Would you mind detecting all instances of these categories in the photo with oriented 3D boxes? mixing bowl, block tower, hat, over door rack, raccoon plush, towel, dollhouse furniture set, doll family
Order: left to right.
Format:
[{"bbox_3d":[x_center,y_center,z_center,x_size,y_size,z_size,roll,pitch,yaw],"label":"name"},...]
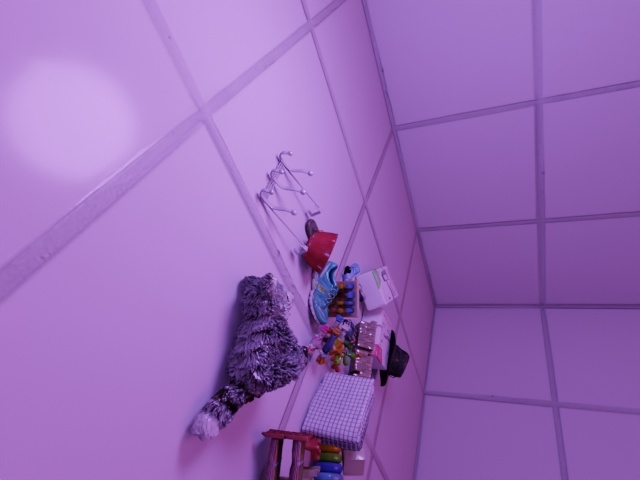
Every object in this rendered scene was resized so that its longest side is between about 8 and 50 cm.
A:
[{"bbox_3d":[-0.202,0.283,1.143,0.446,0.216,0.299,-42,116,-59],"label":"raccoon plush"},{"bbox_3d":[-0.094,0.754,1.395,0.374,0.152,0.201,71,23,-67],"label":"dollhouse furniture set"},{"bbox_3d":[-0.084,-0.142,1.538,0.324,0.108,0.239,60,36,-38],"label":"over door rack"},{"bbox_3d":[-0.011,0.034,1.651,0.181,0.098,0.181,-156,-90,-85],"label":"mixing bowl"},{"bbox_3d":[0.039,0.424,1.680,0.163,0.118,0.263,-60,160,16],"label":"doll family"},{"bbox_3d":[0.081,0.677,1.634,0.283,0.235,0.121,-58,141,-50],"label":"towel"},{"bbox_3d":[0.209,0.565,2.052,0.091,0.097,0.335,120,-13,-57],"label":"block tower"},{"bbox_3d":[0.434,0.681,2.350,0.331,0.134,0.331,13,90,-88],"label":"hat"}]

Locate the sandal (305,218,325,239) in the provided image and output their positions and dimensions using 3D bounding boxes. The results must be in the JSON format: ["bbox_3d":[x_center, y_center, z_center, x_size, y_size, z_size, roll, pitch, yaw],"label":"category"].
[{"bbox_3d":[0.000,0.000,1.760,0.219,0.060,0.090,68,30,-24],"label":"sandal"}]

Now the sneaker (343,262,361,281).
[{"bbox_3d":[0.158,0.153,2.080,0.162,0.063,0.073,-50,127,-57],"label":"sneaker"}]

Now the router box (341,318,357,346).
[{"bbox_3d":[0.141,0.457,2.024,0.122,0.038,0.092,60,36,-43],"label":"router box"}]

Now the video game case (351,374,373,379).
[{"bbox_3d":[0.213,0.756,2.127,0.210,0.042,0.232,-71,147,-40],"label":"video game case"}]

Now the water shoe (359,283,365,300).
[{"bbox_3d":[0.176,0.276,2.114,0.080,0.073,0.203,-43,147,-12],"label":"water shoe"}]

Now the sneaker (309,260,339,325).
[{"bbox_3d":[0.020,0.216,1.716,0.107,0.110,0.275,31,60,-61],"label":"sneaker"}]

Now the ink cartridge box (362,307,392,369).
[{"bbox_3d":[0.301,0.538,2.260,0.207,0.117,0.283,58,37,-45],"label":"ink cartridge box"}]

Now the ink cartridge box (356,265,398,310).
[{"bbox_3d":[0.321,0.259,2.295,0.273,0.115,0.198,-7,75,-65],"label":"ink cartridge box"}]

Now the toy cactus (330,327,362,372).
[{"bbox_3d":[0.104,0.492,1.886,0.219,0.112,0.180,-19,94,-56],"label":"toy cactus"}]

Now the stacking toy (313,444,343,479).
[{"bbox_3d":[0.031,0.859,1.639,0.141,0.141,0.330,52,35,-50],"label":"stacking toy"}]

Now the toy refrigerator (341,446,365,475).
[{"bbox_3d":[0.135,0.847,1.755,0.269,0.094,0.102,-94,-175,-64],"label":"toy refrigerator"}]

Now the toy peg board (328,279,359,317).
[{"bbox_3d":[0.083,0.257,1.805,0.079,0.161,0.161,11,75,-48],"label":"toy peg board"}]
